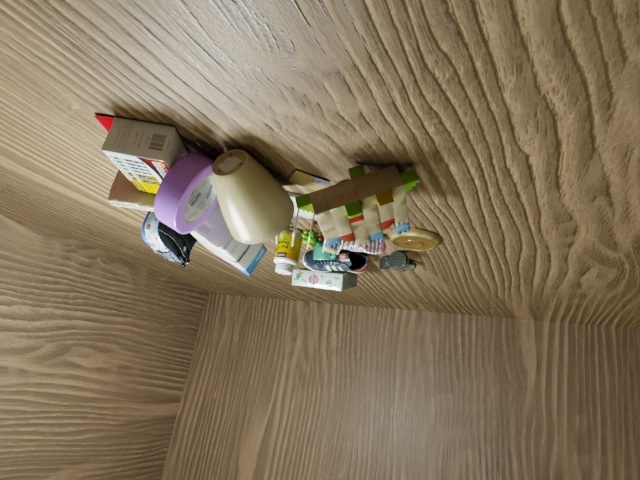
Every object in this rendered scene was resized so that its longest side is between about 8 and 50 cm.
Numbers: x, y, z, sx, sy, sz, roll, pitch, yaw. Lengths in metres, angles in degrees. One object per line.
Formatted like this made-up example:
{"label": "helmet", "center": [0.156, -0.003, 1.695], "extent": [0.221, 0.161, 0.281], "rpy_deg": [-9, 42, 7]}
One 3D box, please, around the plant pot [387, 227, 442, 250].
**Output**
{"label": "plant pot", "center": [0.415, 0.001, 1.927], "extent": [0.236, 0.033, 0.236], "rpy_deg": [10, 162, 3]}

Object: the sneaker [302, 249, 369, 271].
{"label": "sneaker", "center": [0.086, 0.094, 2.241], "extent": [0.349, 0.131, 0.148], "rpy_deg": [3, 164, -9]}

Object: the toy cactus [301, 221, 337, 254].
{"label": "toy cactus", "center": [0.000, 0.000, 2.005], "extent": [0.180, 0.112, 0.219], "rpy_deg": [28, 174, -2]}

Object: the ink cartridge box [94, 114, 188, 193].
{"label": "ink cartridge box", "center": [-0.600, -0.275, 1.494], "extent": [0.271, 0.130, 0.309], "rpy_deg": [10, 162, 3]}

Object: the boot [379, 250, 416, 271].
{"label": "boot", "center": [0.422, 0.113, 2.211], "extent": [0.161, 0.084, 0.246], "rpy_deg": [9, 169, -20]}

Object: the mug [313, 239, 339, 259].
{"label": "mug", "center": [0.039, 0.046, 2.125], "extent": [0.157, 0.098, 0.129], "rpy_deg": [-2, 177, 36]}

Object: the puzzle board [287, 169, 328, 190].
{"label": "puzzle board", "center": [-0.045, -0.216, 1.563], "extent": [0.128, 0.011, 0.096], "rpy_deg": [16, 160, -19]}

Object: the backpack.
{"label": "backpack", "center": [-0.710, -0.053, 2.055], "extent": [0.213, 0.277, 0.263], "rpy_deg": [3, 147, 17]}

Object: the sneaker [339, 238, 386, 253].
{"label": "sneaker", "center": [0.194, 0.016, 2.011], "extent": [0.236, 0.095, 0.104], "rpy_deg": [8, 167, 24]}

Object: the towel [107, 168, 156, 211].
{"label": "towel", "center": [-0.649, -0.199, 1.657], "extent": [0.282, 0.187, 0.049], "rpy_deg": [10, 158, 2]}

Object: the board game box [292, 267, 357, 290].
{"label": "board game box", "center": [0.027, 0.209, 2.430], "extent": [0.303, 0.098, 0.224], "rpy_deg": [4, -178, 26]}

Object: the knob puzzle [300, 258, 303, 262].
{"label": "knob puzzle", "center": [-0.025, 0.125, 2.532], "extent": [0.213, 0.030, 0.213], "rpy_deg": [10, 162, 3]}

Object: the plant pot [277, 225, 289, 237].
{"label": "plant pot", "center": [-0.198, -0.065, 2.001], "extent": [0.083, 0.083, 0.079], "rpy_deg": [-6, 143, 41]}

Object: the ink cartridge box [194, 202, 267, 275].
{"label": "ink cartridge box", "center": [-0.433, -0.026, 1.948], "extent": [0.285, 0.166, 0.395], "rpy_deg": [31, 167, 15]}

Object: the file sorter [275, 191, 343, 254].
{"label": "file sorter", "center": [-0.034, -0.060, 1.764], "extent": [0.277, 0.173, 0.193], "rpy_deg": [10, 162, -2]}

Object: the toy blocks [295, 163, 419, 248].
{"label": "toy blocks", "center": [0.138, -0.086, 1.444], "extent": [0.381, 0.191, 0.261], "rpy_deg": [-18, 143, 3]}

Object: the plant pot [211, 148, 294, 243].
{"label": "plant pot", "center": [-0.253, -0.169, 1.497], "extent": [0.256, 0.257, 0.274], "rpy_deg": [3, 144, 22]}

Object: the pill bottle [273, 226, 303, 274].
{"label": "pill bottle", "center": [-0.157, 0.052, 2.091], "extent": [0.117, 0.215, 0.117], "rpy_deg": [9, 161, 3]}

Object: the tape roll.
{"label": "tape roll", "center": [-0.443, -0.162, 1.497], "extent": [0.090, 0.275, 0.275], "rpy_deg": [30, 163, 8]}
